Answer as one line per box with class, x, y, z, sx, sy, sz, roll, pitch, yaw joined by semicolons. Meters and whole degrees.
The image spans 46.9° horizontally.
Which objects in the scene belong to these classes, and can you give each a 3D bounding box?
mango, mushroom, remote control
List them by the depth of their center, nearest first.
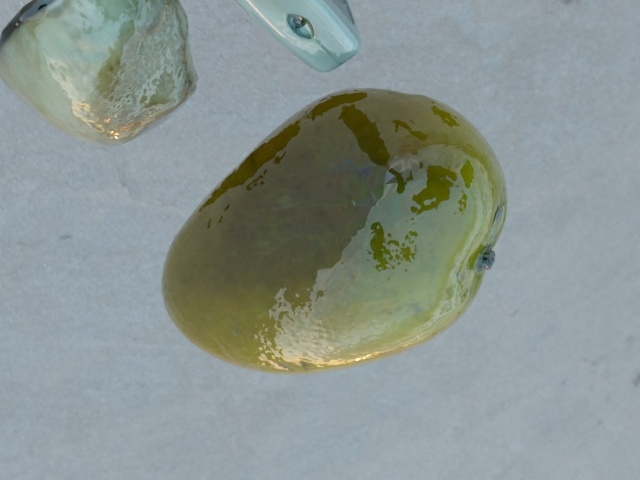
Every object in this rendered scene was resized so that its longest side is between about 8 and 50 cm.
remote control;-0.047;-0.272;0.582;0.056;0.296;0.140;-27;149;21
mango;0.000;0.000;0.712;0.365;0.252;0.182;-21;165;16
mushroom;-0.239;-0.189;0.824;0.164;0.267;0.189;54;51;-14
